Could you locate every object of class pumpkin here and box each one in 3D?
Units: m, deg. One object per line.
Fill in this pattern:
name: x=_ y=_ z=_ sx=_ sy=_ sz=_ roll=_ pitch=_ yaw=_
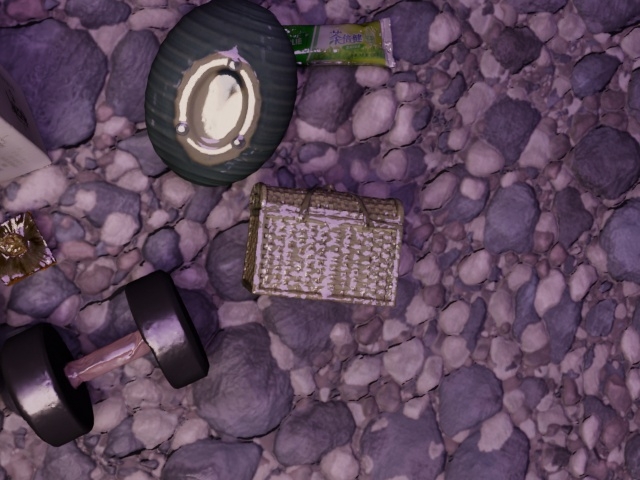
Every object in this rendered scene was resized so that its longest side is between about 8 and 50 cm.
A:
pumpkin: x=-0.396 y=0.010 z=0.914 sx=0.074 sy=0.054 sz=0.083 roll=-30 pitch=90 yaw=-14

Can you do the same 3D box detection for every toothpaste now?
toothpaste: x=-0.013 y=-0.277 z=0.997 sx=0.247 sy=0.047 sz=0.078 roll=-5 pitch=86 yaw=-13

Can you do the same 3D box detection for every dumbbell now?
dumbbell: x=-0.267 y=0.146 z=0.887 sx=0.218 sy=0.152 sz=0.153 roll=-25 pitch=94 yaw=-10

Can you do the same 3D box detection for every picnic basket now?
picnic basket: x=0.000 y=0.000 z=0.950 sx=0.196 sy=0.134 sz=0.154 roll=7 pitch=91 yaw=-10

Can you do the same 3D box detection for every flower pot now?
flower pot: x=-0.127 y=-0.187 z=0.902 sx=0.189 sy=0.157 sz=0.243 roll=15 pitch=112 yaw=-12

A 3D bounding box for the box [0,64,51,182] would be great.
box: x=-0.447 y=-0.125 z=0.794 sx=0.203 sy=0.274 sz=0.116 roll=-23 pitch=91 yaw=-10
